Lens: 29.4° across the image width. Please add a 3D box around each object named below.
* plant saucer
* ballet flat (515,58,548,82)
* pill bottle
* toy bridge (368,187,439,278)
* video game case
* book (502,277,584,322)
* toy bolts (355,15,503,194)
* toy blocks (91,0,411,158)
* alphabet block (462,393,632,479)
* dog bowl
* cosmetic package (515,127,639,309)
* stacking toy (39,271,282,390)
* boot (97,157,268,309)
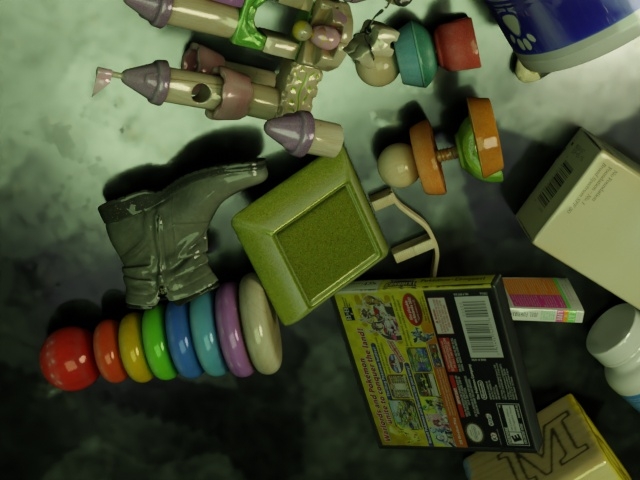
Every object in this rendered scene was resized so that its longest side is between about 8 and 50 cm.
[{"bbox_3d":[0.000,0.000,1.619,0.188,0.045,0.188,-35,121,-17],"label":"plant saucer"},{"bbox_3d":[0.323,-0.268,1.585,0.173,0.049,0.057,-40,110,12],"label":"ballet flat"},{"bbox_3d":[0.486,0.192,1.744,0.221,0.124,0.124,40,104,-19],"label":"pill bottle"},{"bbox_3d":[0.130,0.011,1.696,0.063,0.026,0.188,-23,112,4],"label":"toy bridge"},{"bbox_3d":[0.161,0.175,1.699,0.248,0.035,0.275,-4,117,29],"label":"video game case"},{"bbox_3d":[0.283,0.083,1.699,0.144,0.096,0.035,3,111,-5],"label":"book"},{"bbox_3d":[0.133,-0.166,1.545,0.158,0.218,0.229,-12,95,7],"label":"toy bolts"},{"bbox_3d":[-0.097,-0.264,1.393,0.260,0.309,0.289,10,112,-28],"label":"toy blocks"},{"bbox_3d":[0.349,0.377,1.773,0.197,0.193,0.192,-35,112,9],"label":"alphabet block"},{"bbox_3d":[0.329,-0.319,1.450,0.265,0.265,0.104,-34,109,9],"label":"dog bowl"},{"bbox_3d":[0.442,-0.001,1.671,0.309,0.113,0.160,30,107,-14],"label":"cosmetic package"},{"bbox_3d":[-0.225,0.142,1.670,0.330,0.141,0.141,-12,113,4],"label":"stacking toy"},{"bbox_3d":[-0.163,-0.008,1.616,0.246,0.083,0.161,-19,94,12],"label":"boot"}]
